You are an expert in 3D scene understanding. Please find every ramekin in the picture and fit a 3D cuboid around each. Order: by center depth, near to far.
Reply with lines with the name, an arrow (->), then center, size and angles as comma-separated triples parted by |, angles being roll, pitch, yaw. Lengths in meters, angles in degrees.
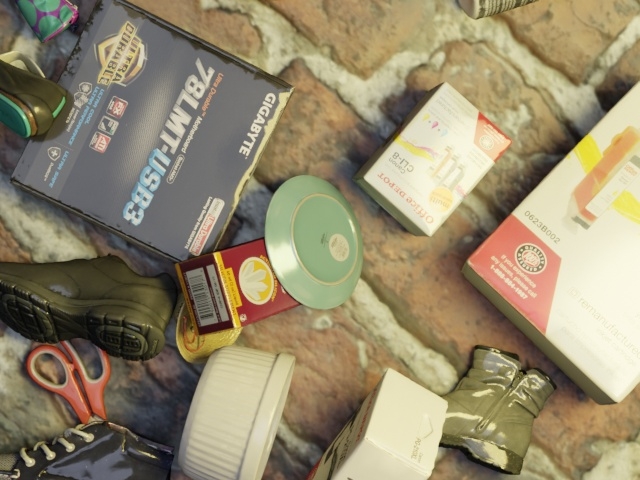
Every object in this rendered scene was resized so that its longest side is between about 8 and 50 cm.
ramekin -> -0.114, 0.238, 1.666 | 0.109, 0.207, 0.207 | 17, 89, 4

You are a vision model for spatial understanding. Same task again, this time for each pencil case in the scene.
pencil case -> -0.390, -0.347, 1.694 | 0.070, 0.064, 0.152 | -33, 94, 12

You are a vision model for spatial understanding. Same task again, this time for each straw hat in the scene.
straw hat -> -0.169, 0.095, 1.720 | 0.061, 0.144, 0.145 | 17, 89, 37

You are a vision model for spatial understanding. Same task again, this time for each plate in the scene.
plate -> 0.000, 0.000, 1.699 | 0.188, 0.024, 0.188 | 15, 68, -42

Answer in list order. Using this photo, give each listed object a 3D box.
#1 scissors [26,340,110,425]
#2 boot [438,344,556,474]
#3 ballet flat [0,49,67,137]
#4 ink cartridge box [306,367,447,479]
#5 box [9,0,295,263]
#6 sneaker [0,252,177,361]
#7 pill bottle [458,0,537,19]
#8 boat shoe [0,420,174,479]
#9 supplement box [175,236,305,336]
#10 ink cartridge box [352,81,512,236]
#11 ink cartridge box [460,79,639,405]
scissors -> -0.304, 0.254, 1.734 | 0.109, 0.021, 0.297 | -30, 93, -4
boot -> 0.201, 0.219, 1.765 | 0.246, 0.083, 0.161 | 23, 77, -5
ballet flat -> -0.453, -0.229, 1.667 | 0.280, 0.095, 0.096 | 33, 56, 17
ink cartridge box -> 0.058, 0.311, 1.645 | 0.100, 0.172, 0.237 | 32, 119, -3
box -> -0.229, -0.145, 1.711 | 0.293, 0.073, 0.296 | 27, 89, -4
sneaker -> -0.328, 0.074, 1.694 | 0.286, 0.109, 0.130 | 15, 49, 9
pill bottle -> 0.307, -0.401, 1.727 | 0.245, 0.130, 0.131 | -18, 93, -5
boat shoe -> -0.358, 0.302, 1.680 | 0.340, 0.127, 0.158 | 20, 90, -10
supplement box -> -0.091, 0.053, 1.669 | 0.188, 0.080, 0.104 | -18, 93, -49
ink cartridge box -> 0.151, -0.108, 1.718 | 0.128, 0.127, 0.176 | 41, 88, -5
ink cartridge box -> 0.424, -0.007, 1.704 | 0.279, 0.160, 0.385 | 43, 87, 10
